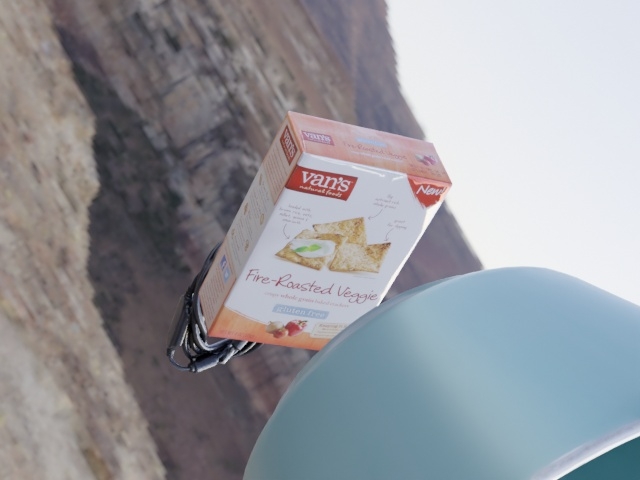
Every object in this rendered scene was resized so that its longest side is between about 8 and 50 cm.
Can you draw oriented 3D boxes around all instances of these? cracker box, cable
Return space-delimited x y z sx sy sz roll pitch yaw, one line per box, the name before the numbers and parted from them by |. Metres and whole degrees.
cracker box | 0.000 0.000 1.181 0.155 0.232 0.067 9 38 -26
cable | -0.084 0.064 1.359 0.150 0.185 0.047 -2 35 -38

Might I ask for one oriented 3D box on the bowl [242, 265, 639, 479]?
bowl | 0.083 0.135 0.629 0.163 0.311 0.311 53 -4 40
